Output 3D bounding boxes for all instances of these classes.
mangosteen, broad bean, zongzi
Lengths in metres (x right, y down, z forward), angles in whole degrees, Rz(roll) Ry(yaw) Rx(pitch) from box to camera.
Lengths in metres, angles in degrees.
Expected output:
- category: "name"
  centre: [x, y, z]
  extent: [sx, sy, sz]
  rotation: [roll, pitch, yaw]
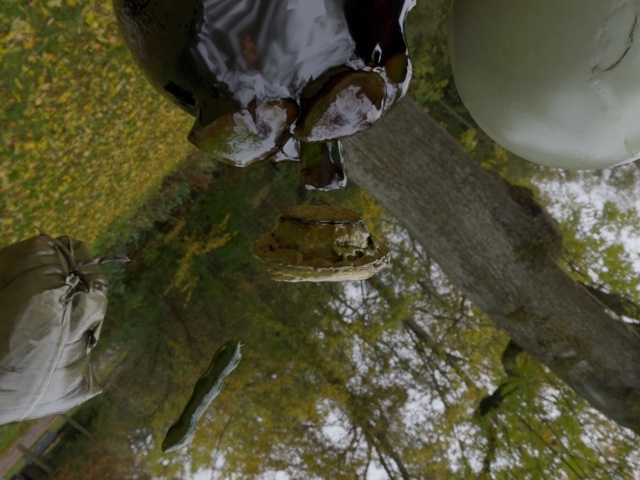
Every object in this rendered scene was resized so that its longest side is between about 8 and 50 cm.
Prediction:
- category: "mangosteen"
  centre: [-0.042, -0.188, 0.452]
  extent: [0.287, 0.233, 0.287]
  rotation: [-29, 126, -50]
- category: "broad bean"
  centre: [-0.229, 0.303, 0.975]
  extent: [0.256, 0.052, 0.053]
  rotation: [-59, -172, -16]
- category: "zongzi"
  centre: [-0.482, 0.164, 1.006]
  extent: [0.500, 0.218, 0.467]
  rotation: [-42, 160, 10]

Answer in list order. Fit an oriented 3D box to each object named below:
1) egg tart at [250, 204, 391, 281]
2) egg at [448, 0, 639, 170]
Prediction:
- category: "egg tart"
  centre: [0.000, 0.000, 0.813]
  extent: [0.241, 0.241, 0.105]
  rotation: [-73, 164, -75]
- category: "egg"
  centre: [0.220, -0.172, 0.414]
  extent: [0.219, 0.269, 0.219]
  rotation: [-21, -125, 33]
